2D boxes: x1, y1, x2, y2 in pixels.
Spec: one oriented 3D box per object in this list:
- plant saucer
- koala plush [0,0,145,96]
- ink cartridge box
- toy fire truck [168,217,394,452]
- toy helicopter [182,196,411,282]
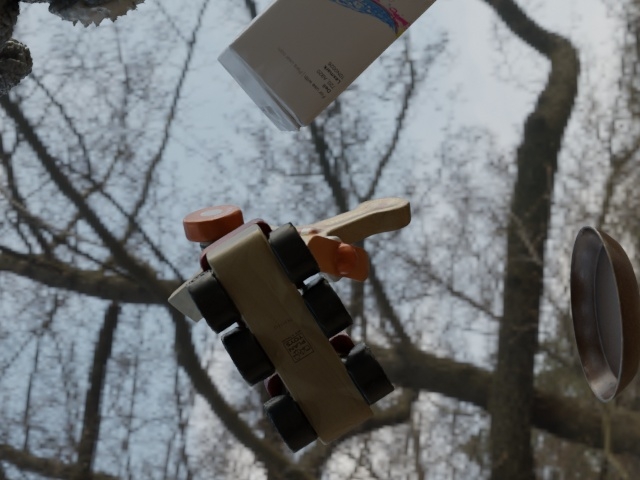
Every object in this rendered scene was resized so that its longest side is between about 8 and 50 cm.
[{"bbox_3d":[0.273,0.068,1.141,0.168,0.029,0.168,175,90,-88],"label":"plant saucer"},{"bbox_3d":[-0.248,-0.215,0.911,0.203,0.221,0.196,-59,-50,-74],"label":"koala plush"},{"bbox_3d":[0.028,-0.252,1.287,0.278,0.201,0.117,-44,-81,-3],"label":"ink cartridge box"},{"bbox_3d":[-0.058,0.087,1.228,0.217,0.158,0.246,58,178,-13],"label":"toy fire truck"},{"bbox_3d":[0.000,0.000,1.672,0.355,0.235,0.140,-21,-72,-36],"label":"toy helicopter"}]
